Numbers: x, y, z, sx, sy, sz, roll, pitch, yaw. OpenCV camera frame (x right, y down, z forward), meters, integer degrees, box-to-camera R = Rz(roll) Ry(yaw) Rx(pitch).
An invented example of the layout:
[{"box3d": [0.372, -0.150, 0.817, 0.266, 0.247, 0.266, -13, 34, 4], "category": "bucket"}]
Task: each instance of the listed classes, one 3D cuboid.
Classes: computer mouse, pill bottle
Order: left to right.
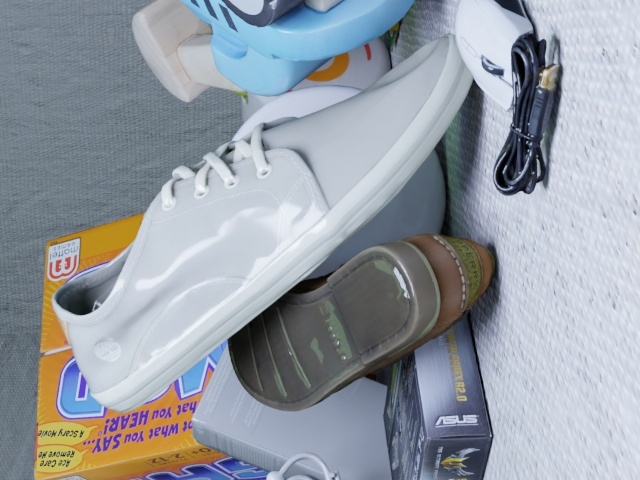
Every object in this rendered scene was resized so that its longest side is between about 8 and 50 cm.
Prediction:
[{"box3d": [0.000, 0.000, 1.329, 0.392, 0.224, 0.224, 106, 161, -75], "category": "pill bottle"}, {"box3d": [0.120, -0.125, 0.831, 0.193, 0.042, 0.106, -98, 6, -53], "category": "computer mouse"}]

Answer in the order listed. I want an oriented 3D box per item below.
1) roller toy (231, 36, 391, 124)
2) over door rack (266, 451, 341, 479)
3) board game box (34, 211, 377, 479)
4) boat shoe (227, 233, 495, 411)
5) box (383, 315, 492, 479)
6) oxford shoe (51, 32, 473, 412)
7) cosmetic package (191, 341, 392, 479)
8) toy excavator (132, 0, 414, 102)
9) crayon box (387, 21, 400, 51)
[{"box3d": [-0.007, -0.192, 1.568, 0.209, 0.191, 0.146, 44, 156, 20], "category": "roller toy"}, {"box3d": [0.025, 0.396, 1.238, 0.324, 0.108, 0.239, 61, 167, 19], "category": "over door rack"}, {"box3d": [-0.148, 0.182, 1.728, 0.356, 0.356, 0.356, 44, -144, -54], "category": "board game box"}, {"box3d": [0.031, 0.073, 1.039, 0.307, 0.104, 0.110, -23, 83, 54], "category": "boat shoe"}, {"box3d": [0.103, 0.171, 1.125, 0.231, 0.056, 0.183, 94, 174, -47], "category": "box"}, {"box3d": [-0.059, -0.029, 1.029, 0.130, 0.449, 0.169, 48, -167, -12], "category": "oxford shoe"}, {"box3d": [-0.012, 0.203, 1.351, 0.107, 0.238, 0.127, 102, -167, -66], "category": "cosmetic package"}, {"box3d": [-0.079, -0.251, 1.257, 0.433, 0.222, 0.445, 36, 154, 31], "category": "toy excavator"}, {"box3d": [0.055, -0.376, 1.369, 0.318, 0.081, 0.202, 96, 171, -67], "category": "crayon box"}]
